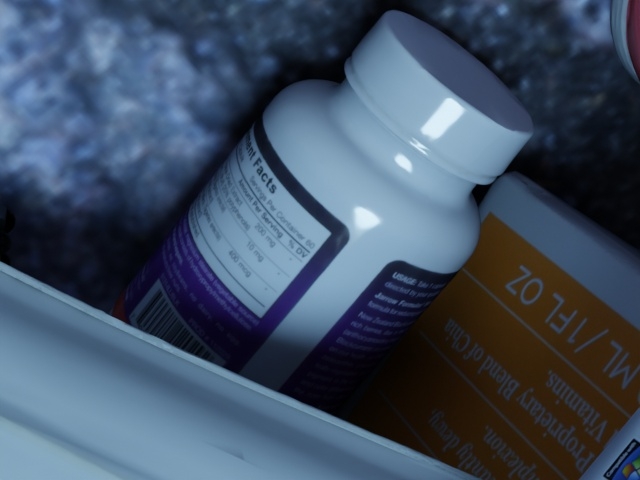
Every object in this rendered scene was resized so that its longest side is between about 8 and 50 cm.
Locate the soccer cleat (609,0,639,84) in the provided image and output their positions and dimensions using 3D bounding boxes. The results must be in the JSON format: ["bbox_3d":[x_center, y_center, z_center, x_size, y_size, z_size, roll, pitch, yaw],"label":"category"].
[{"bbox_3d":[0.197,-0.179,0.608,0.108,0.116,0.318,8,119,-11],"label":"soccer cleat"}]

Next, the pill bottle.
[{"bbox_3d":[0.000,0.000,0.695,0.108,0.108,0.193,31,113,-22],"label":"pill bottle"}]

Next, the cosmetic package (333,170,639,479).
[{"bbox_3d":[0.055,0.224,0.697,0.161,0.230,0.453,29,98,-31],"label":"cosmetic package"}]

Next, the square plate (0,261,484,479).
[{"bbox_3d":[-0.114,0.200,0.597,0.344,0.049,0.347,22,93,21],"label":"square plate"}]

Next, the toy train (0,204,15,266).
[{"bbox_3d":[-0.168,0.052,0.753,0.036,0.027,0.158,8,119,-9],"label":"toy train"}]

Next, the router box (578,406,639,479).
[{"bbox_3d":[0.137,0.229,0.532,0.335,0.082,0.301,-49,122,-4],"label":"router box"}]
